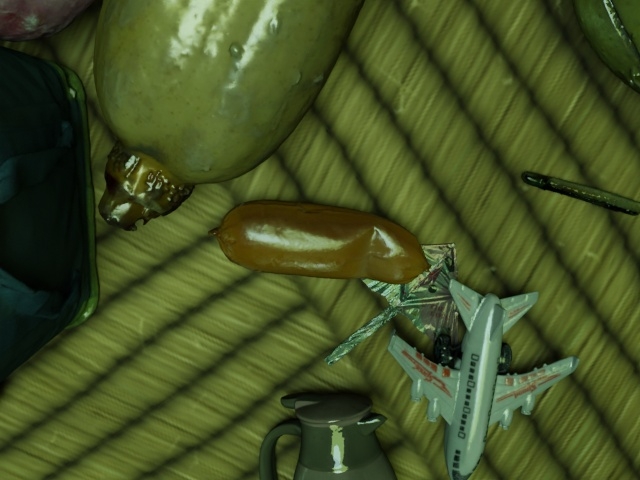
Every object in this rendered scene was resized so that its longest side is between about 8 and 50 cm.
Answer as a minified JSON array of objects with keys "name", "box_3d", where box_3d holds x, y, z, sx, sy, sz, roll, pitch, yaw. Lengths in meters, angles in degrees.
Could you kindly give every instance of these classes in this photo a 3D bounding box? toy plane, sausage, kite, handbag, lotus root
[{"name":"toy plane","box_3d":[0.128,0.120,0.640,0.162,0.065,0.171,9,105,-9]},{"name":"sausage","box_3d":[0.000,0.000,0.626,0.183,0.054,0.062,5,122,-2]},{"name":"kite","box_3d":[0.067,0.061,0.662,0.137,0.005,0.152,39,100,-6]},{"name":"handbag","box_3d":[-0.287,-0.015,0.532,0.222,0.241,0.263,-1,99,1]},{"name":"lotus root","box_3d":[-0.067,-0.158,0.550,0.169,0.151,0.342,27,105,2]}]

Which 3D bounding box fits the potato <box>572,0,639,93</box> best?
[{"name":"potato","box_3d":[0.282,-0.171,0.545,0.169,0.143,0.248,-44,97,-3]}]

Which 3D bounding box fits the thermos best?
[{"name":"thermos","box_3d":[0.007,0.225,0.654,0.137,0.105,0.193,-4,99,33]}]

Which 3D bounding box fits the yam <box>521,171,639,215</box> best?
[{"name":"yam","box_3d":[0.218,-0.039,0.637,0.107,0.014,0.014,16,101,-3]}]

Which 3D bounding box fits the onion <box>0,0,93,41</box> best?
[{"name":"onion","box_3d":[-0.235,-0.289,0.524,0.227,0.120,0.283,21,90,13]}]
